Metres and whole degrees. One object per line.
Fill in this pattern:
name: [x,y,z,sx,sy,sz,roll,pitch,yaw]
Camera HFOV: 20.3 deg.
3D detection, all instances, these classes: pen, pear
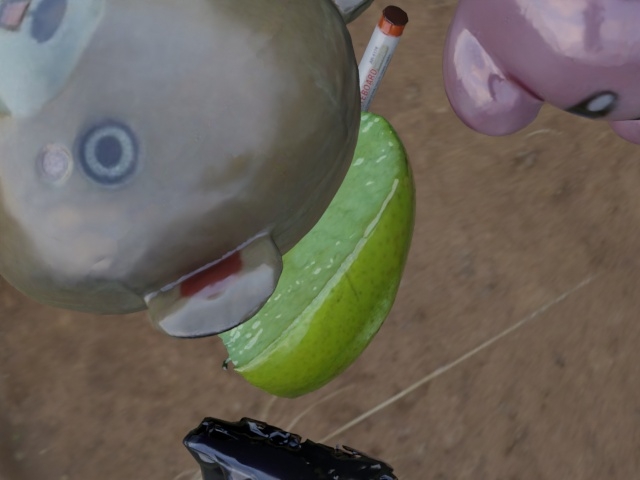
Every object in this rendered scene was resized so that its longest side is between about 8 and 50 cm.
pen: [0.032,-0.123,1.630,0.026,0.026,0.218,33,132,9]
pear: [0.004,0.003,1.579,0.139,0.288,0.239,36,98,-30]

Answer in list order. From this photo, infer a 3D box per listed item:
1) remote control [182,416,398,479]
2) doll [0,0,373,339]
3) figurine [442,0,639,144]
remote control: [0.012,0.242,0.907,0.145,0.062,0.398,19,137,29]
doll: [-0.140,-0.059,0.846,0.330,0.174,0.235,5,58,22]
figurine: [0.208,-0.209,1.261,0.270,0.211,0.261,4,82,-19]
